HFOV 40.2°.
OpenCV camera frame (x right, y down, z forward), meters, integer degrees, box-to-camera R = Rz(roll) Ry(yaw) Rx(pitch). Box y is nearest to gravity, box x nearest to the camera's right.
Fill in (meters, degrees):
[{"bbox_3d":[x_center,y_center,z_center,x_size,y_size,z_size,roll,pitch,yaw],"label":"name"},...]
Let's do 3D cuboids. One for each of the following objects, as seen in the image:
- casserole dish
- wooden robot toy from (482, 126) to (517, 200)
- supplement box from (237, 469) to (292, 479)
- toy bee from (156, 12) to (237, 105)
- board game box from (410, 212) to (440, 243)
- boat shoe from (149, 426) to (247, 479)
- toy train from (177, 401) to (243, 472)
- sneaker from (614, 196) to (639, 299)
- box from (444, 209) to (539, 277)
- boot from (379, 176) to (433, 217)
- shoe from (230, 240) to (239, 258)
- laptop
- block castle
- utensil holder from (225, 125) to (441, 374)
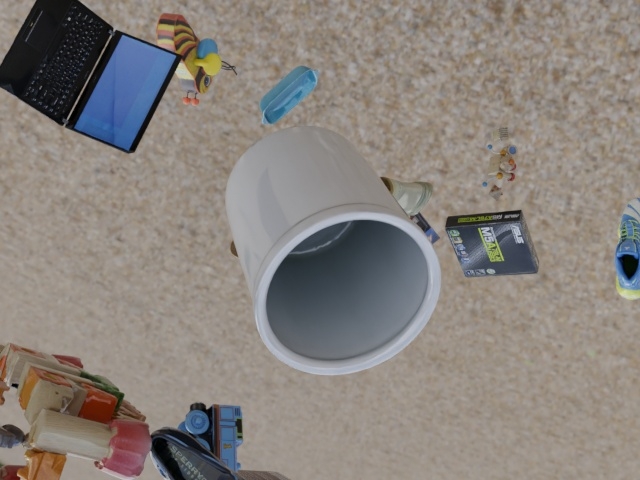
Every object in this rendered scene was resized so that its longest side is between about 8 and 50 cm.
[{"bbox_3d":[-0.083,-0.363,2.155,0.037,0.188,0.114,48,178,16],"label":"casserole dish"},{"bbox_3d":[0.431,-0.181,2.019,0.076,0.173,0.079,13,170,-19],"label":"wooden robot toy"},{"bbox_3d":[-0.156,0.527,1.731,0.073,0.130,0.239,17,178,40],"label":"supplement box"},{"bbox_3d":[-0.310,-0.426,2.169,0.195,0.162,0.298,5,165,46],"label":"toy bee"},{"bbox_3d":[0.175,-0.023,2.124,0.042,0.165,0.243,46,-172,-31],"label":"board game box"},{"bbox_3d":[-0.155,0.369,1.241,0.258,0.109,0.089,32,172,12],"label":"boat shoe"},{"bbox_3d":[-0.182,0.360,1.461,0.105,0.184,0.080,8,148,-22],"label":"toy train"},{"bbox_3d":[0.698,0.005,1.926,0.091,0.240,0.126,1,163,23],"label":"sneaker"},{"bbox_3d":[0.412,0.011,2.089,0.184,0.045,0.191,-2,137,28],"label":"box"},{"bbox_3d":[0.132,-0.072,1.935,0.165,0.077,0.213,-2,155,-45],"label":"boot"},{"bbox_3d":[-0.111,0.025,2.065,0.219,0.077,0.058,2,156,24],"label":"shoe"},{"bbox_3d":[-0.446,-0.335,1.696,0.136,0.234,0.264,12,164,43],"label":"laptop"},{"bbox_3d":[-0.427,0.353,1.379,0.212,0.303,0.453,23,176,-31],"label":"block castle"},{"bbox_3d":[0.000,0.000,1.608,0.327,0.327,0.385,37,-166,-32],"label":"utensil holder"}]
